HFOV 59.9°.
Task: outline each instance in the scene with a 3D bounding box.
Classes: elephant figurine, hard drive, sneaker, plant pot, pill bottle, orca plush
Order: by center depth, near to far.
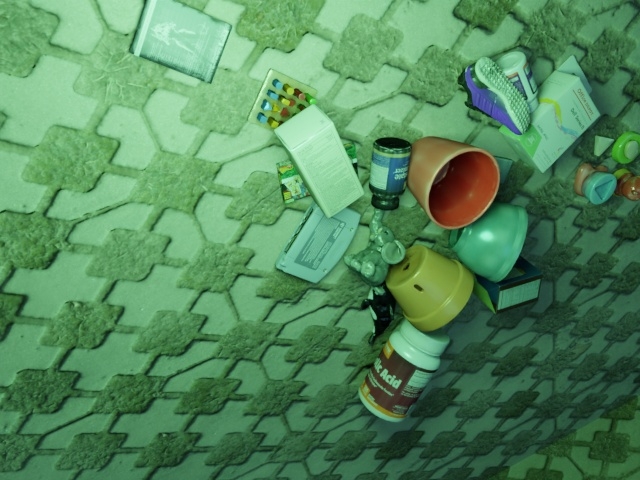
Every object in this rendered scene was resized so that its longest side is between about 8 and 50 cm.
[{"bbox_3d":[0.553,-0.451,1.802,0.293,0.146,0.102,46,59,-18],"label":"sneaker"},{"bbox_3d":[0.222,-0.214,1.807,0.122,0.123,0.219,-8,121,-20],"label":"pill bottle"},{"bbox_3d":[0.400,-0.210,1.813,0.275,0.243,0.275,-11,122,-18],"label":"plant pot"},{"bbox_3d":[0.650,-0.512,1.831,0.108,0.108,0.193,-39,126,1],"label":"pill bottle"},{"bbox_3d":[0.209,0.030,1.936,0.239,0.169,0.186,-50,156,-10],"label":"elephant figurine"},{"bbox_3d":[0.372,0.153,2.009,0.203,0.291,0.291,40,98,-19],"label":"plant pot"},{"bbox_3d":[0.584,-0.019,2.009,0.196,0.293,0.293,20,111,-3],"label":"plant pot"},{"bbox_3d":[0.625,-0.260,2.019,0.135,0.022,0.094,5,116,-26],"label":"hard drive"},{"bbox_3d":[0.233,0.281,2.110,0.151,0.102,0.287,3,117,-25],"label":"orca plush"},{"bbox_3d":[0.333,0.503,2.210,0.224,0.224,0.392,17,110,-31],"label":"pill bottle"}]

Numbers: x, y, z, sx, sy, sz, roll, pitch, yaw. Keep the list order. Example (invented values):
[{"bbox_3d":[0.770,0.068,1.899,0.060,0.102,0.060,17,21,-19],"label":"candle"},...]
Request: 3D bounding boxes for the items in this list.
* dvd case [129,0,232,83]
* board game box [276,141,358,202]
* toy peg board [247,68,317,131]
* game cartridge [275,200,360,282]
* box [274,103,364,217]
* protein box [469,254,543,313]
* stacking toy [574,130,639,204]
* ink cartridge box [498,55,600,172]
[{"bbox_3d":[-0.358,-0.521,1.437,0.221,0.018,0.164,14,113,-30],"label":"dvd case"},{"bbox_3d":[-0.005,-0.215,1.765,0.259,0.030,0.136,-18,122,-14],"label":"board game box"},{"bbox_3d":[-0.099,-0.380,1.596,0.160,0.079,0.161,17,110,-31],"label":"toy peg board"},{"bbox_3d":[0.000,0.000,1.876,0.196,0.060,0.294,25,107,-29],"label":"game cartridge"},{"bbox_3d":[0.003,-0.226,1.629,0.148,0.121,0.311,-33,139,-3],"label":"box"},{"bbox_3d":[0.723,0.157,2.194,0.201,0.200,0.136,-14,123,-16],"label":"protein box"},{"bbox_3d":[1.179,-0.274,2.189,0.309,0.130,0.280,-6,121,-21],"label":"stacking toy"},{"bbox_3d":[0.827,-0.440,1.943,0.353,0.119,0.207,-48,125,8],"label":"ink cartridge box"}]
